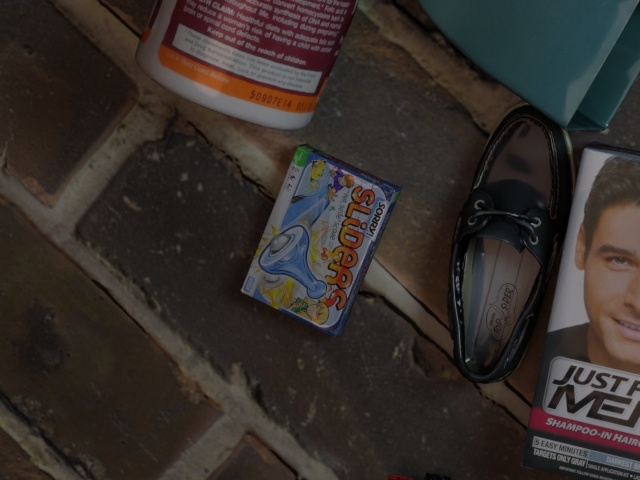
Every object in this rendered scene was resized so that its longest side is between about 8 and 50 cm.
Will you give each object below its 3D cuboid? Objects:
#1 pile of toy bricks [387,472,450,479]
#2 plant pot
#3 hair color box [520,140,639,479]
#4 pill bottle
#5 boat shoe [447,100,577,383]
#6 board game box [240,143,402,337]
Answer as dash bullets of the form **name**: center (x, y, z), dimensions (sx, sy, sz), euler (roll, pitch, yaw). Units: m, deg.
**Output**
- **pile of toy bricks**: center (0.159, 0.366, 1.945), dimensions (0.212, 0.118, 0.105), euler (10, 130, 0)
- **plant pot**: center (0.242, -0.253, 1.790), dimensions (0.234, 0.165, 0.166), euler (35, 107, 19)
- **hair color box**: center (0.357, 0.089, 1.820), dimensions (0.185, 0.113, 0.374), euler (12, 101, 14)
- **pill bottle**: center (-0.046, -0.345, 1.835), dimensions (0.224, 0.224, 0.392), euler (26, 105, 13)
- **boat shoe**: center (0.212, 0.009, 1.857), dimensions (0.127, 0.113, 0.340), euler (19, 103, 15)
- **board game box**: center (0.000, 0.000, 1.967), dimensions (0.136, 0.035, 0.201), euler (25, 104, 14)
